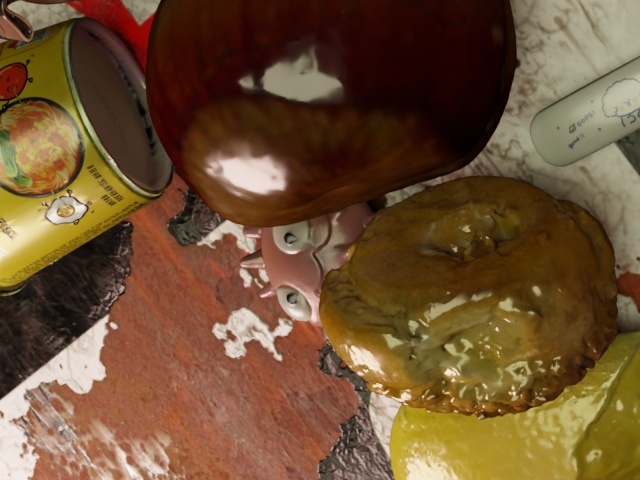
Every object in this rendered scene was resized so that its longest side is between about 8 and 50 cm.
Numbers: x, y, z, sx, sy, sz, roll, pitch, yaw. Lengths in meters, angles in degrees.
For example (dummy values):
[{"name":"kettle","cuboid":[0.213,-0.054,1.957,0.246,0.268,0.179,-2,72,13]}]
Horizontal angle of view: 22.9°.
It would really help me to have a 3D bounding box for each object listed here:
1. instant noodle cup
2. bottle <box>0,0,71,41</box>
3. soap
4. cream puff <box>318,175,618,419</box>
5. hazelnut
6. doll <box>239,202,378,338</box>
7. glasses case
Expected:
[{"name":"instant noodle cup","cuboid":[-0.355,-0.121,2.003,0.254,0.325,0.325,-22,97,17]},{"name":"bottle","cuboid":[-0.322,-0.354,1.910,0.173,0.297,0.206,9,106,18]},{"name":"soap","cuboid":[0.287,0.273,1.957,0.427,0.115,0.306,-19,101,25]},{"name":"cream puff","cuboid":[0.178,0.083,1.830,0.327,0.343,0.231,23,140,50]},{"name":"hazelnut","cuboid":[-0.003,-0.211,1.784,0.429,0.402,0.402,-15,99,29]},{"name":"doll","cuboid":[0.000,0.000,2.001,0.211,0.093,0.262,1,101,19]},{"name":"glasses case","cuboid":[0.336,-0.153,1.846,0.197,0.049,0.076,-28,93,26]}]
